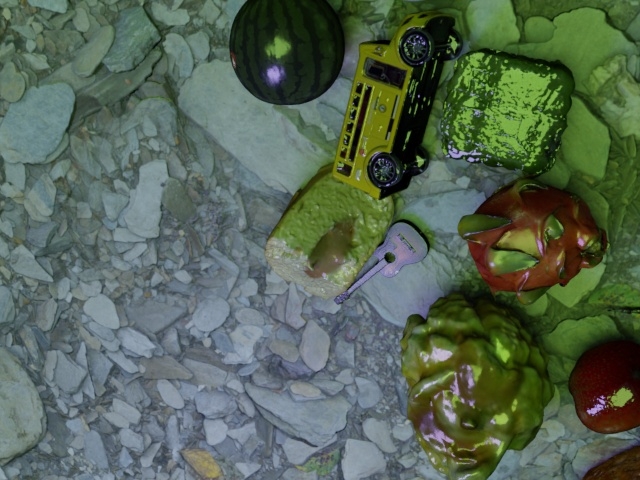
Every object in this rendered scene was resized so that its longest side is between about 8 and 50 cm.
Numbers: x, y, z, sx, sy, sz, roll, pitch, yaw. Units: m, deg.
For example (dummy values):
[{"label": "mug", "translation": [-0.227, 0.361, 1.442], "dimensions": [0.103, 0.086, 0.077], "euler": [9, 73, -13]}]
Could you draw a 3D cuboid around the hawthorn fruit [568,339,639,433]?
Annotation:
[{"label": "hawthorn fruit", "translation": [0.546, 0.263, 1.635], "dimensions": [0.188, 0.169, 0.169], "euler": [-24, 99, 37]}]

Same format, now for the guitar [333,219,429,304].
[{"label": "guitar", "translation": [0.111, 0.053, 1.773], "dimensions": [0.233, 0.025, 0.088], "euler": [-42, 92, 24]}]

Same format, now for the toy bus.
[{"label": "toy bus", "translation": [0.129, -0.249, 1.607], "dimensions": [0.151, 0.145, 0.331], "euler": [24, 114, 25]}]

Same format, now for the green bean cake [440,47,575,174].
[{"label": "green bean cake", "translation": [0.322, -0.224, 1.578], "dimensions": [0.214, 0.113, 0.200], "euler": [15, 111, 12]}]

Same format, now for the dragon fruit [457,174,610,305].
[{"label": "dragon fruit", "translation": [0.369, -0.005, 1.581], "dimensions": [0.227, 0.224, 0.224], "euler": [-27, 98, 29]}]

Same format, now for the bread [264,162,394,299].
[{"label": "bread", "translation": [0.004, -0.006, 1.759], "dimensions": [0.183, 0.224, 0.211], "euler": [34, 155, -3]}]

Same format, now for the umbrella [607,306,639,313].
[{"label": "umbrella", "translation": [0.587, 0.128, 1.664], "dimensions": [0.122, 0.022, 0.013], "euler": [1, 81, 5]}]

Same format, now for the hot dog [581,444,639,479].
[{"label": "hot dog", "translation": [0.661, 0.459, 1.635], "dimensions": [0.405, 0.223, 0.185], "euler": [-38, 97, 23]}]

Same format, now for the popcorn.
[{"label": "popcorn", "translation": [0.284, 0.266, 1.673], "dimensions": [0.279, 0.274, 0.335], "euler": [-28, 107, -6]}]

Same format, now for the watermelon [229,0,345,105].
[{"label": "watermelon", "translation": [-0.060, -0.345, 1.602], "dimensions": [0.212, 0.212, 0.212], "euler": [5, 108, 15]}]
